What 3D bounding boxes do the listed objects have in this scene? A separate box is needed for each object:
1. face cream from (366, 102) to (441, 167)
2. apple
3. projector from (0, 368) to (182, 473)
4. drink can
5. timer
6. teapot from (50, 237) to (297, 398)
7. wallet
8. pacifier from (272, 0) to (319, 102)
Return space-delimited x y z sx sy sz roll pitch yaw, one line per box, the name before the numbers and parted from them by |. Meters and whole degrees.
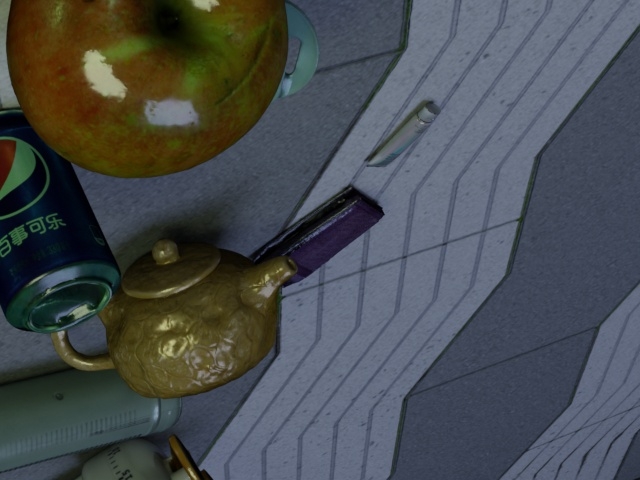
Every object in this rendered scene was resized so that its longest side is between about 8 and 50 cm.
face cream | 0.100 -0.122 2.116 0.038 0.020 0.115 -2 144 -47
apple | -0.157 -0.176 1.539 0.246 0.246 0.226 -16 -178 -28
projector | -0.337 0.219 2.173 0.337 0.108 0.108 -11 149 -35
drink can | -0.274 -0.019 1.678 0.118 0.205 0.118 -22 153 -12
timer | -0.257 0.394 2.449 0.240 0.233 0.233 -32 155 -3
teapot | -0.170 0.074 2.041 0.311 0.167 0.203 -11 -156 15
wallet | 0.000 0.001 2.225 0.166 0.030 0.111 -36 154 11
pacifier | -0.070 -0.195 1.700 0.116 0.150 0.127 -65 166 -60
